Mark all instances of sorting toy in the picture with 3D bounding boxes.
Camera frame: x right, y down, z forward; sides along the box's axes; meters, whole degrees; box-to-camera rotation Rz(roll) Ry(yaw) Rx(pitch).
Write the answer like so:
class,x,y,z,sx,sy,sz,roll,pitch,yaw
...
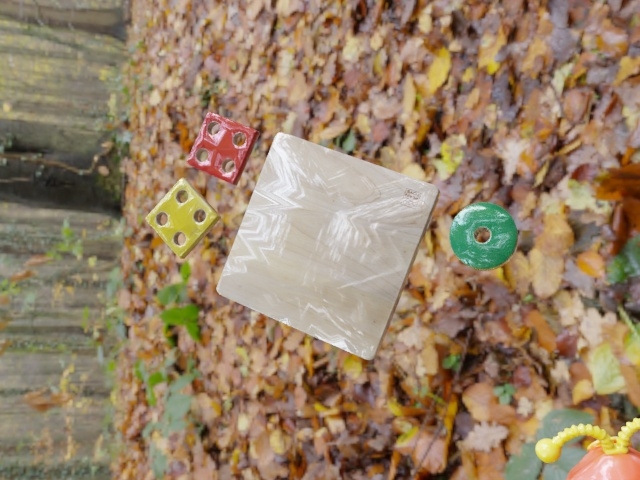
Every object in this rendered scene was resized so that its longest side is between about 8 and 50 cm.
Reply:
class,x,y,z,sx,sy,sz,roll,pitch,yaw
sorting toy,0.000,0.000,0.527,0.132,0.274,0.046,-69,-18,1

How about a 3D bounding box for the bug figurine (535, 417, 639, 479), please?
class,x,y,z,sx,sy,sz,roll,pitch,yaw
bug figurine,0.215,0.117,0.215,0.216,0.279,0.072,-87,-17,-66
